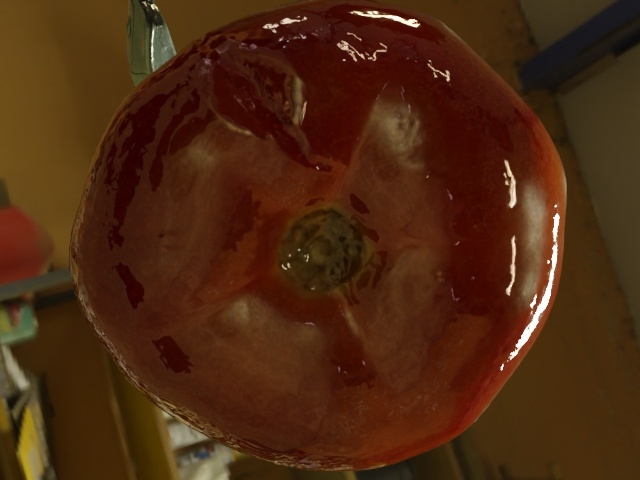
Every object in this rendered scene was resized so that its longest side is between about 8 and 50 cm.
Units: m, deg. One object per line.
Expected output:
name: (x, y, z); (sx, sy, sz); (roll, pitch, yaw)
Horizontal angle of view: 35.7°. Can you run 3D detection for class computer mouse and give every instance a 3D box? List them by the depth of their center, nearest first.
computer mouse: (-0.243, -0.259, 1.419); (0.113, 0.068, 0.229); (54, -16, 47)

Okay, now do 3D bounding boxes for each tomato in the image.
tomato: (0.000, 0.000, 0.624); (0.226, 0.299, 0.298); (-132, -148, -80)
